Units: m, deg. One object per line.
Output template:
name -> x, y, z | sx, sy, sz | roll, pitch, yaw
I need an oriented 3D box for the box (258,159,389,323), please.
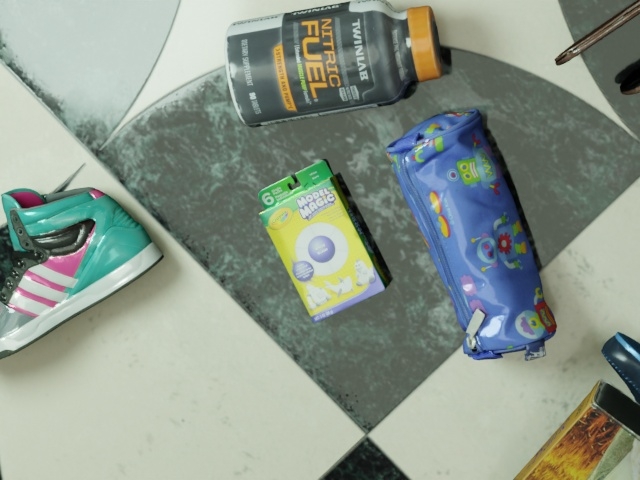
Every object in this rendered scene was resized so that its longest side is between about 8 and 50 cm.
box -> 0.000, 0.000, 1.823 | 0.105, 0.043, 0.179 | -27, 91, 12

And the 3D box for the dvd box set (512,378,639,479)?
dvd box set -> 0.332, 0.396, 1.732 | 0.307, 0.062, 0.420 | 37, 125, 4

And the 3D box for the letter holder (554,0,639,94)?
letter holder -> 0.381, -0.197, 1.593 | 0.214, 0.302, 0.152 | -32, 92, 13

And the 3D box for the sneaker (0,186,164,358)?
sneaker -> -0.366, 0.026, 1.847 | 0.295, 0.124, 0.178 | -31, 97, 5

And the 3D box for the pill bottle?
pill bottle -> 0.019, -0.216, 1.743 | 0.245, 0.130, 0.130 | -9, 96, 11

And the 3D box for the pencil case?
pencil case -> 0.179, 0.000, 1.747 | 0.119, 0.133, 0.306 | -17, 95, 45

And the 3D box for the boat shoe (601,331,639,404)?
boat shoe -> 0.421, 0.224, 1.749 | 0.089, 0.109, 0.258 | -44, 87, 16
